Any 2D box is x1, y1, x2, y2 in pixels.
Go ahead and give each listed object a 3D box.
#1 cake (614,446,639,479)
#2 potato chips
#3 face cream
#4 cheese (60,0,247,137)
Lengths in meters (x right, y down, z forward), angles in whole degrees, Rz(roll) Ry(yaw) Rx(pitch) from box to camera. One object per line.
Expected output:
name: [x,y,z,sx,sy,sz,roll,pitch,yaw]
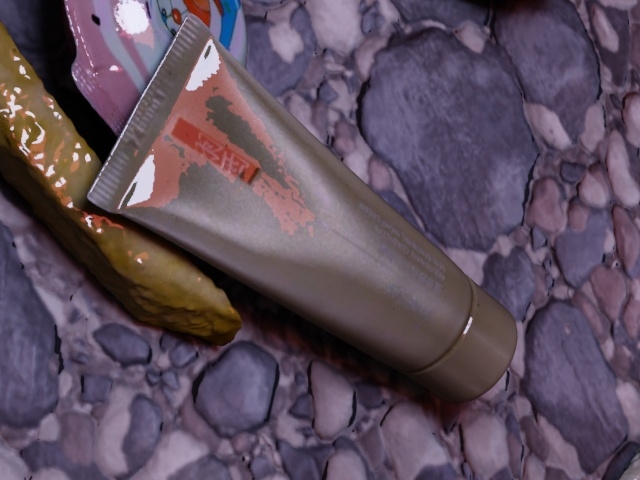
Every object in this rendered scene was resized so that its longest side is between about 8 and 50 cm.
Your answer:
cake: [0.315,0.165,1.390,0.220,0.117,0.086,-40,101,-5]
potato chips: [-0.185,-0.081,1.067,0.407,0.057,0.080,55,49,-11]
face cream: [0.000,0.000,1.138,0.341,0.084,0.137,37,73,-34]
cheese: [-0.096,-0.170,1.147,0.189,0.074,0.286,56,38,-27]
